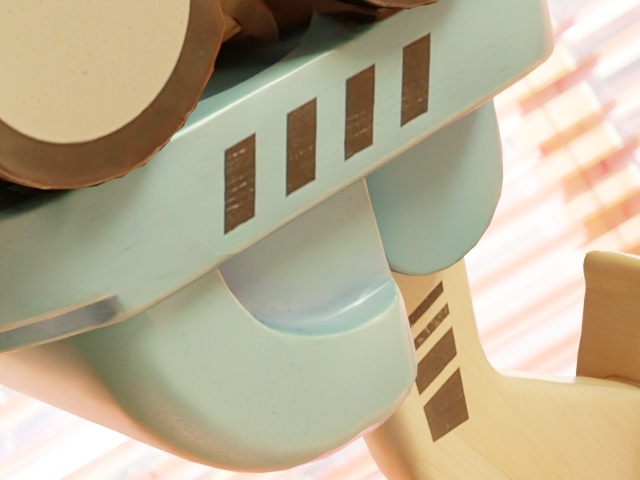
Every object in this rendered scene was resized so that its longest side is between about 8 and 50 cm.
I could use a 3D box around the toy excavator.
[{"bbox_3d":[0.000,0.000,0.743,0.433,0.445,0.222,-31,-149,-34],"label":"toy excavator"}]
